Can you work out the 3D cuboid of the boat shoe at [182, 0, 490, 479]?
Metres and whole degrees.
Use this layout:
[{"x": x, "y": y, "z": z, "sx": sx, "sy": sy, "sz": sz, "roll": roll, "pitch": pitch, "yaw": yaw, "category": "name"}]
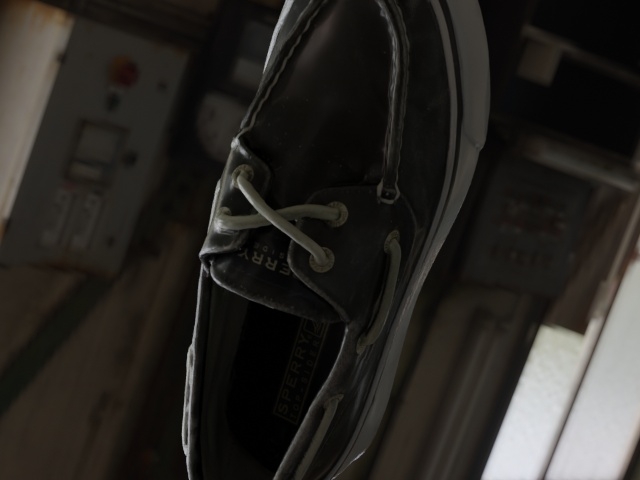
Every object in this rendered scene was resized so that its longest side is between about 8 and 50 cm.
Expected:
[{"x": 0.000, "y": 0.000, "z": 0.533, "sx": 0.078, "sy": 0.219, "sz": 0.070, "roll": 20, "pitch": -154, "yaw": 22, "category": "boat shoe"}]
